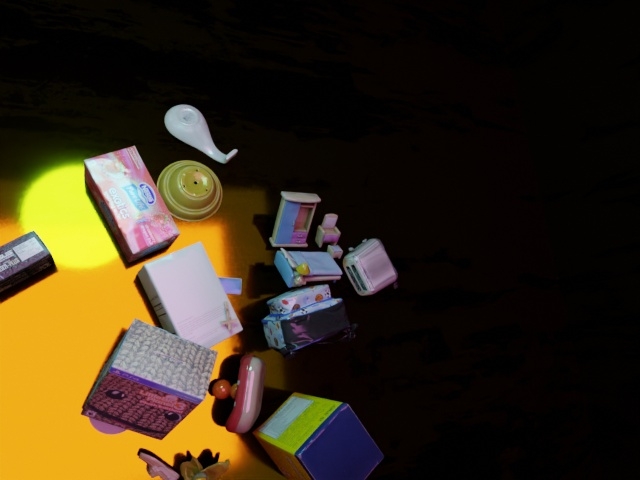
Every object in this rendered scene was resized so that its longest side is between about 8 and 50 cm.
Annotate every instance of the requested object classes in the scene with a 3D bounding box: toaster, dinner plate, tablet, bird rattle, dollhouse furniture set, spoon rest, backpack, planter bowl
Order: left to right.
[{"bbox_3d":[-0.574,0.471,1.207,0.141,0.017,0.141,7,75,-28],"label":"dinner plate"},{"bbox_3d":[-0.419,-0.177,1.411,0.217,0.090,0.217,7,74,-26],"label":"planter bowl"},{"bbox_3d":[-0.335,0.734,1.173,0.143,0.207,0.253,6,64,-8],"label":"bird rattle"},{"bbox_3d":[-0.413,-0.362,1.479,0.276,0.084,0.137,41,60,1],"label":"spoon rest"},{"bbox_3d":[-0.306,0.152,1.437,0.083,0.006,0.054,8,74,-26],"label":"tablet"},{"bbox_3d":[-0.068,0.261,1.392,0.276,0.263,0.213,-8,76,-32],"label":"backpack"},{"bbox_3d":[0.000,0.000,1.441,0.286,0.198,0.303,1,33,-28],"label":"dollhouse furniture set"},{"bbox_3d":[0.190,0.114,1.647,0.146,0.129,0.227,-29,94,-27],"label":"toaster"}]

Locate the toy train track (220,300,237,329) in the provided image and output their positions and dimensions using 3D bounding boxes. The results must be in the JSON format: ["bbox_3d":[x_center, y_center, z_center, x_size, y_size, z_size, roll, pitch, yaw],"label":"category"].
[{"bbox_3d":[-0.268,0.217,1.235,0.048,0.014,0.083,-6,74,-25],"label":"toy train track"}]

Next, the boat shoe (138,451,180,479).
[{"bbox_3d":[-0.459,0.645,1.204,0.135,0.050,0.045,42,56,-13],"label":"boat shoe"}]

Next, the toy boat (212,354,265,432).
[{"bbox_3d":[-0.260,0.469,1.324,0.151,0.151,0.231,5,72,4],"label":"toy boat"}]

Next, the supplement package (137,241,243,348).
[{"bbox_3d":[-0.394,0.181,1.283,0.177,0.175,0.293,-25,91,-32],"label":"supplement package"}]

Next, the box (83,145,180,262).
[{"bbox_3d":[-0.564,-0.106,1.284,0.154,0.142,0.300,-27,91,-32],"label":"box"}]

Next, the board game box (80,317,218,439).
[{"bbox_3d":[-0.448,0.374,1.124,0.232,0.291,0.141,29,37,-19],"label":"board game box"}]

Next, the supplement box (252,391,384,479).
[{"bbox_3d":[-0.020,0.604,1.273,0.194,0.356,0.195,-37,96,-30],"label":"supplement box"}]

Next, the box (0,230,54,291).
[{"bbox_3d":[-0.802,0.064,1.110,0.180,0.147,0.077,-37,96,-29],"label":"box"}]
